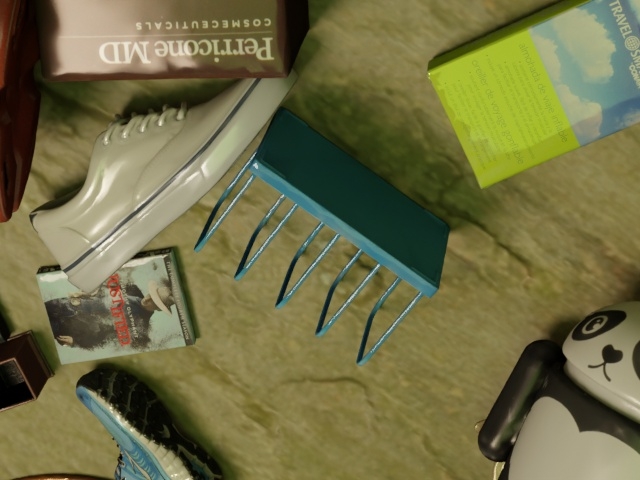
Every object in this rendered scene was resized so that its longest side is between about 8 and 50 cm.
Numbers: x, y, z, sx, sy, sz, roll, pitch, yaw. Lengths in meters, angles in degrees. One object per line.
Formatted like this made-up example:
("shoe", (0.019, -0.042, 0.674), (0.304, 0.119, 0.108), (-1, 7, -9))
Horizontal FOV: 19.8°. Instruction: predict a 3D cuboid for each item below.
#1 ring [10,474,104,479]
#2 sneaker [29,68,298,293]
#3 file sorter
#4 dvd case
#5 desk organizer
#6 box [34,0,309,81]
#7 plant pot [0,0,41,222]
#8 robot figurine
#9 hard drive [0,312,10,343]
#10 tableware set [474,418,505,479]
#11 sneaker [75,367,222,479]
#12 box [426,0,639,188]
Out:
("ring", (-0.222, 0.366, 1.663), (0.336, 0.032, 0.336), (2, 111, 5))
("sneaker", (-0.130, -0.065, 1.448), (0.258, 0.094, 0.091), (-42, 98, 17))
("file sorter", (0.000, 0.000, 1.446), (0.170, 0.118, 0.104), (36, 114, -8))
("dvd case", (-0.171, 0.056, 1.543), (0.119, 0.013, 0.087), (-9, 110, 9))
("desk organizer", (-0.300, 0.126, 1.565), (0.130, 0.050, 0.047), (-20, 108, 14))
("box", (-0.117, -0.313, 1.326), (0.191, 0.143, 0.381), (-1, 113, 7))
("plant pot", (-0.349, -0.127, 1.365), (0.265, 0.272, 0.272), (6, 112, -1))
("robot figurine", (0.230, 0.183, 1.425), (0.209, 0.173, 0.278), (24, 100, 1))
("hard drive", (-0.344, 0.065, 1.561), (0.135, 0.022, 0.094), (-20, 108, 13))
("tableware set", (0.238, 0.179, 1.533), (0.194, 0.039, 0.128), (-19, 97, 7))
("sneaker", (-0.157, 0.181, 1.566), (0.073, 0.063, 0.162), (-35, 104, 21))
("box", (0.184, -0.123, 1.415), (0.178, 0.042, 0.109), (-23, 108, 14))
